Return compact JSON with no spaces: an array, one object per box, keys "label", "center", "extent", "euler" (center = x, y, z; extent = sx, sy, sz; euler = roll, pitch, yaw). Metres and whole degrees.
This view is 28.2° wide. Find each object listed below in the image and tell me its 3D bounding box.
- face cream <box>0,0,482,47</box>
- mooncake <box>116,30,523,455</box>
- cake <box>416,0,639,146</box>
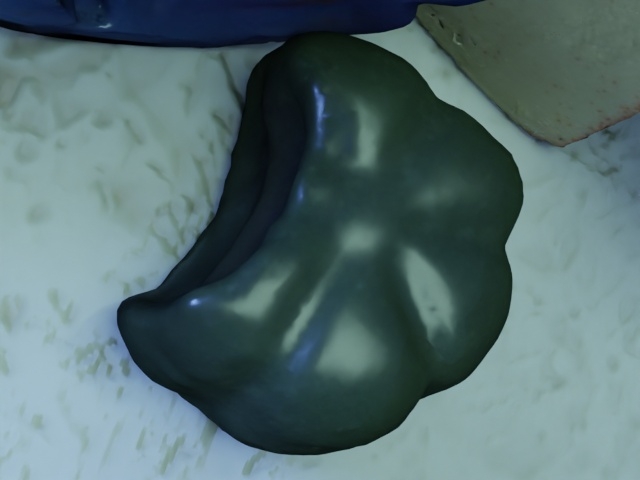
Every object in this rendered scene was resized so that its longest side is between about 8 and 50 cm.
[{"label":"face cream","center":[-0.031,-0.201,0.468],"extent":[0.249,0.249,0.225],"euler":[-1,84,-27]},{"label":"mooncake","center":[0.000,0.000,0.529],"extent":[0.168,0.104,0.175],"euler":[-2,78,-21]},{"label":"cake","center":[0.137,-0.171,0.661],"extent":[0.158,0.159,0.262],"euler":[47,29,-14]}]
